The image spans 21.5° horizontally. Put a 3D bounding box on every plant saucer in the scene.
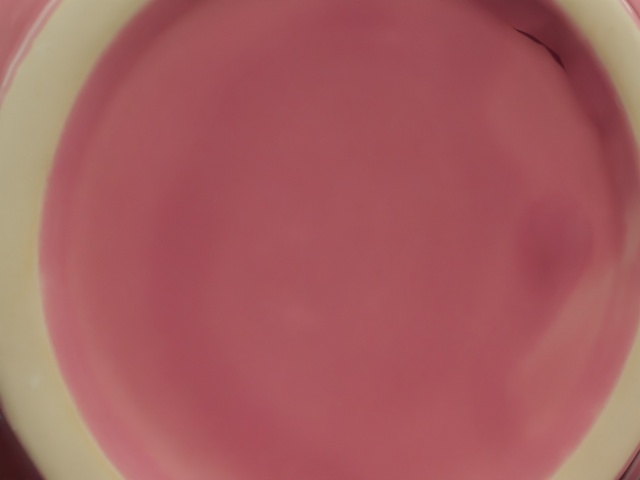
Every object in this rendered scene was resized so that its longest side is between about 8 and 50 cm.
[{"bbox_3d":[0.000,0.000,0.576,0.332,0.084,0.332,-1,94,-19],"label":"plant saucer"}]
